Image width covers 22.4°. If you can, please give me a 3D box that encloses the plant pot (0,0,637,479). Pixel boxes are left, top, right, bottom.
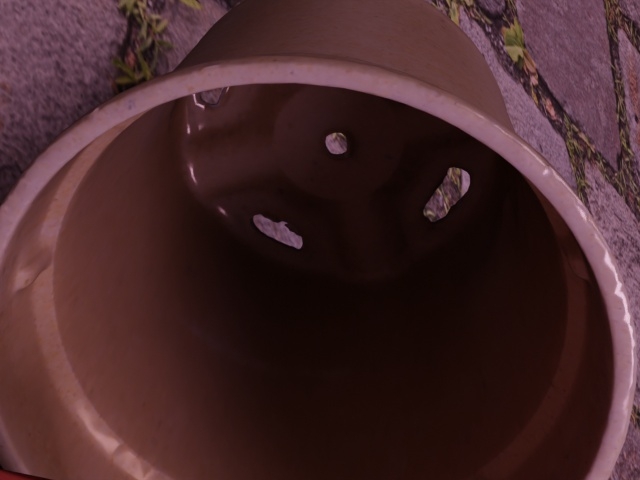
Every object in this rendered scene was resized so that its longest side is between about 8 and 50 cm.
[{"bbox_3d":[0.000,0.000,0.930,0.334,0.334,0.305,62,16,-22],"label":"plant pot"}]

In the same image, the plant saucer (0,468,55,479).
[{"bbox_3d":[-0.066,0.219,0.682,0.258,0.047,0.259,50,23,-74],"label":"plant saucer"}]
